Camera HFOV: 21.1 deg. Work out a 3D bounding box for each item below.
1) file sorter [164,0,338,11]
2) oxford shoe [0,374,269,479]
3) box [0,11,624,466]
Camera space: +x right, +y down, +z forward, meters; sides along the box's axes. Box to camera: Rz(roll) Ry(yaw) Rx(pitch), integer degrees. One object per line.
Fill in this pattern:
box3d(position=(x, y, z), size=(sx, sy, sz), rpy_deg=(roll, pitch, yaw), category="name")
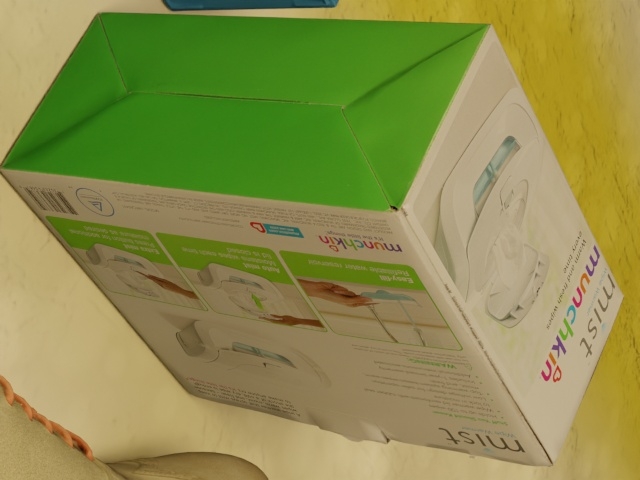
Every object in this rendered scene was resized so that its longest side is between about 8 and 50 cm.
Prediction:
box3d(position=(-0.057, -0.222, 0.952), size=(0.170, 0.118, 0.104), rpy_deg=(54, 50, -44), category="file sorter")
box3d(position=(-0.151, 0.129, 0.865), size=(0.397, 0.140, 0.146), rpy_deg=(-1, 94, -55), category="oxford shoe")
box3d(position=(0.000, 0.000, 0.947), size=(0.231, 0.262, 0.126), rpy_deg=(55, 53, -43), category="box")
